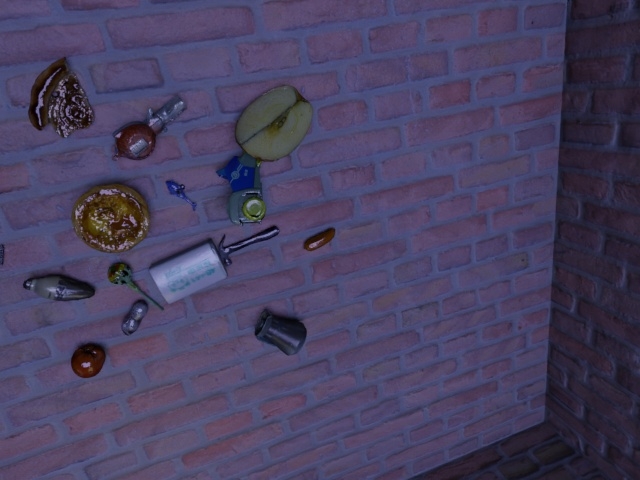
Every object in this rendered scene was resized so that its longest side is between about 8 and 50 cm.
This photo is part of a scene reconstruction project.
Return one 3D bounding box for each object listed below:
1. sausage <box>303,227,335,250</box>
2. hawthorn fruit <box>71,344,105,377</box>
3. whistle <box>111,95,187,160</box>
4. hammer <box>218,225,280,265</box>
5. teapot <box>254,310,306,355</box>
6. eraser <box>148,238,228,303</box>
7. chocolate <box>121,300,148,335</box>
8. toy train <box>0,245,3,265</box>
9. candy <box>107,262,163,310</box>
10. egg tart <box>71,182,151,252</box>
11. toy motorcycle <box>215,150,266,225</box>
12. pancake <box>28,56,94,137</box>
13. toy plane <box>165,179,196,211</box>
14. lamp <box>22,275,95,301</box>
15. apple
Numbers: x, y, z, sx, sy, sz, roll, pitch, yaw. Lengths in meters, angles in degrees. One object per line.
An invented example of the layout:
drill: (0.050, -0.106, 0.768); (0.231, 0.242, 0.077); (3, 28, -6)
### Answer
sausage: (0.000, 0.000, 1.952); (0.183, 0.054, 0.062); (-27, 142, -11)
hawthorn fruit: (-1.008, 0.529, 1.759); (0.132, 0.133, 0.138); (4, 116, -19)
whistle: (-0.660, -0.423, 1.560); (0.346, 0.133, 0.142); (-44, 130, -10)
hammer: (-0.324, -0.001, 1.854); (0.289, 0.037, 0.137); (-24, 115, -9)
teapot: (-0.205, 0.455, 1.990); (0.225, 0.171, 0.203); (30, 127, -17)
eraser: (-0.572, 0.135, 1.785); (0.289, 0.104, 0.189); (-25, 117, -8)
chocolate: (-0.818, 0.340, 1.788); (0.072, 0.072, 0.167); (29, 97, -24)
toy train: (-1.244, 0.057, 1.583); (0.017, 0.017, 0.084); (9, 105, -23)
candy: (-0.788, 0.210, 1.765); (0.091, 0.083, 0.305); (-50, 125, -16)
egg tart: (-0.824, -0.089, 1.620); (0.289, 0.115, 0.291); (-7, 112, -17)
toy motorcycle: (-0.333, -0.224, 1.716); (0.199, 0.191, 0.327); (-6, 90, -8)
pancake: (-0.960, -0.503, 1.469); (0.212, 0.056, 0.258); (-19, 112, -11)
toy plane: (-0.583, -0.189, 1.705); (0.062, 0.054, 0.167); (-35, 116, 23)
lamp: (-1.053, 0.195, 1.647); (0.249, 0.101, 0.101); (15, 102, -25)
apple: (-0.194, -0.468, 1.660); (0.346, 0.179, 0.254); (-43, 99, -11)
